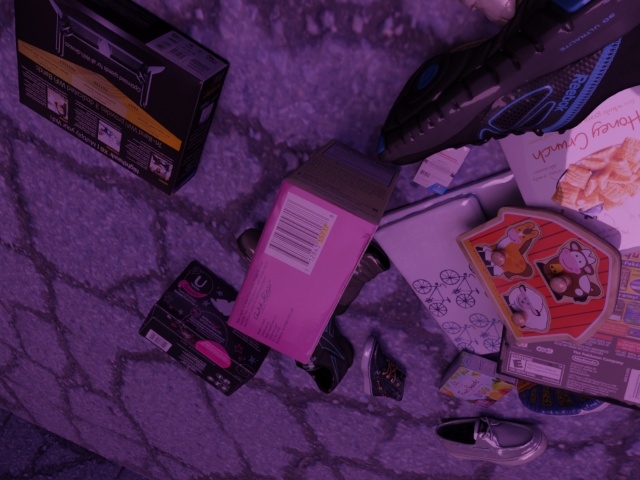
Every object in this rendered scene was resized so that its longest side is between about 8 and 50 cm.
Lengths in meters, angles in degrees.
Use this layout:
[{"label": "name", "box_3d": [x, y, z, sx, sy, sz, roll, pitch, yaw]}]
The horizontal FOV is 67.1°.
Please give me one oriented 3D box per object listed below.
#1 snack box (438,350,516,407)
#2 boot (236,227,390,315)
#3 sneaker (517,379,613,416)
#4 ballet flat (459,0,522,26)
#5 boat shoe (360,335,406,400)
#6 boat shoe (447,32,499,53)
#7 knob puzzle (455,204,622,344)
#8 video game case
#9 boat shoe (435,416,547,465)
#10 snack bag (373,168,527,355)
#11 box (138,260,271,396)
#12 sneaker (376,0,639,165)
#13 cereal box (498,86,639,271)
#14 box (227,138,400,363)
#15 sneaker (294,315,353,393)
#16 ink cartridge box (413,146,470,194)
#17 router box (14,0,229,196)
[{"label": "snack box", "box_3d": [0.288, 0.261, 0.895, 0.100, 0.037, 0.141, 19, 146, 9]}, {"label": "boot", "box_3d": [-0.011, 0.013, 0.845, 0.246, 0.083, 0.161, 32, 124, -4]}, {"label": "sneaker", "box_3d": [0.458, 0.218, 0.742, 0.131, 0.112, 0.296, 30, 137, -26]}, {"label": "ballet flat", "box_3d": [0.220, -0.253, 0.478, 0.248, 0.086, 0.086, 7, 130, 22]}, {"label": "boat shoe", "box_3d": [0.132, 0.262, 0.983, 0.083, 0.065, 0.183, 9, 137, 18]}, {"label": "boat shoe", "box_3d": [0.191, -0.205, 0.565, 0.153, 0.048, 0.056, -14, 120, 34]}, {"label": "knob puzzle", "box_3d": [0.267, 0.045, 0.590, 0.213, 0.030, 0.213, 36, 140, 38]}, {"label": "video game case", "box_3d": [0.389, 0.098, 0.626, 0.275, 0.035, 0.248, 10, 112, 25]}, {"label": "boat shoe", "box_3d": [0.337, 0.402, 0.984, 0.227, 0.079, 0.081, -23, 119, 42]}, {"label": "snack bag", "box_3d": [0.295, 0.044, 0.733, 0.342, 0.037, 0.323, -21, 115, 37]}, {"label": "box", "box_3d": [-0.239, 0.195, 1.053, 0.247, 0.142, 0.163, 38, 135, -6]}, {"label": "sneaker", "box_3d": [0.189, -0.142, 0.498, 0.140, 0.125, 0.341, 28, 156, -23]}, {"label": "cereal box", "box_3d": [0.310, -0.098, 0.546, 0.173, 0.047, 0.240, -23, 94, 37]}, {"label": "box", "box_3d": [0.000, 0.000, 0.662, 0.117, 0.243, 0.213, 27, 117, 4]}, {"label": "sneaker", "box_3d": [-0.014, 0.190, 0.963, 0.101, 0.106, 0.267, -13, 119, 35]}, {"label": "ink cartridge box", "box_3d": [0.169, -0.110, 0.670, 0.048, 0.028, 0.083, 27, 135, 3]}, {"label": "router box", "box_3d": [-0.321, -0.247, 0.761, 0.309, 0.081, 0.243, 33, 134, -2]}]
